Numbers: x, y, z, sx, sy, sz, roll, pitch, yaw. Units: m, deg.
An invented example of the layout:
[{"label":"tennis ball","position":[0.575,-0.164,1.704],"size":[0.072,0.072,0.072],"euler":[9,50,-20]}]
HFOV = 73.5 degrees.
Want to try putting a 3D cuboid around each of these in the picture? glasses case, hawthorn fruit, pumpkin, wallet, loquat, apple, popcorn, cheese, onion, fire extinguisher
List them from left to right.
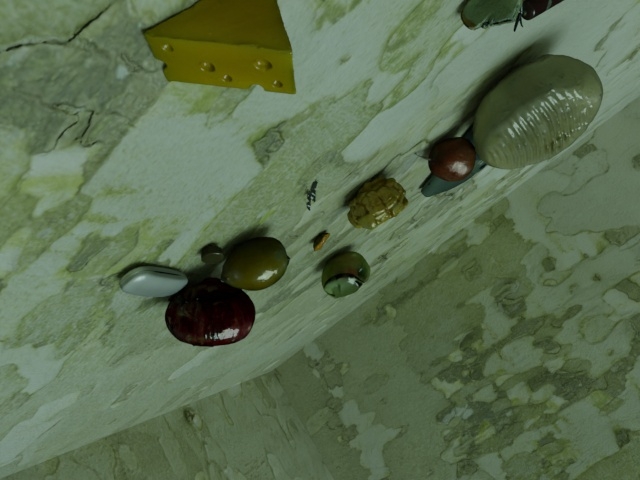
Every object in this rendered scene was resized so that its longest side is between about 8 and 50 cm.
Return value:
[{"label":"glasses case","position":[-0.396,0.100,1.033],"size":[0.076,0.049,0.197],"euler":[-37,162,9]},{"label":"onion","position":[-0.304,0.198,1.191],"size":[0.247,0.190,0.246],"euler":[2,177,0]},{"label":"cheese","position":[-0.131,-0.251,0.562],"size":[0.171,0.126,0.093],"euler":[-13,166,-4]},{"label":"loquat","position":[-0.178,0.066,1.166],"size":[0.195,0.152,0.152],"euler":[-14,158,-10]},{"label":"pumpkin","position":[-0.001,-0.001,1.486],"size":[0.083,0.028,0.050],"euler":[-48,161,13]},{"label":"apple","position":[0.100,0.142,1.802],"size":[0.188,0.173,0.207],"euler":[-24,175,42]},{"label":"popcorn","position":[0.168,-0.113,1.334],"size":[0.194,0.140,0.163],"euler":[-31,173,25]},{"label":"hawthorn fruit","position":[0.409,-0.249,1.378],"size":[0.189,0.149,0.149],"euler":[-29,161,-14]},{"label":"wallet","position":[0.550,-0.299,1.594],"size":[0.252,0.083,0.360],"euler":[-15,156,-31]},{"label":"fire extinguisher","position":[0.493,-0.538,0.953],"size":[0.157,0.045,0.078],"euler":[-31,134,-6]}]

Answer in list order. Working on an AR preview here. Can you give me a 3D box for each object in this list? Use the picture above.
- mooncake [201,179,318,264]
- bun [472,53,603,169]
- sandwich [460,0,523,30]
[{"label":"mooncake","position":[-0.146,-0.039,1.101],"size":[0.347,0.057,0.150],"euler":[-25,157,-21]},{"label":"bun","position":[0.607,-0.376,1.256],"size":[0.326,0.234,0.362],"euler":[4,144,-33]},{"label":"sandwich","position":[0.328,-0.445,0.823],"size":[0.105,0.093,0.036],"euler":[-39,168,23]}]
